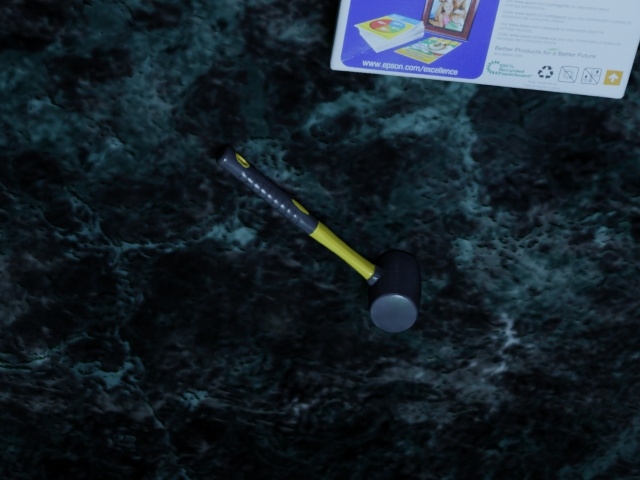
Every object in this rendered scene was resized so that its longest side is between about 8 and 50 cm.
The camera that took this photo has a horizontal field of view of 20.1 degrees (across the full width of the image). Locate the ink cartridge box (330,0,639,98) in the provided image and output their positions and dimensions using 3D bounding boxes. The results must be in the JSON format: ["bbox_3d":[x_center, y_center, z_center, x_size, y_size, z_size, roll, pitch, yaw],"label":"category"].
[{"bbox_3d":[0.121,-0.195,1.165,0.206,0.045,0.208,5,128,-7],"label":"ink cartridge box"}]

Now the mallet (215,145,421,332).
[{"bbox_3d":[0.000,0.000,1.297,0.189,0.062,0.039,34,120,-26],"label":"mallet"}]
